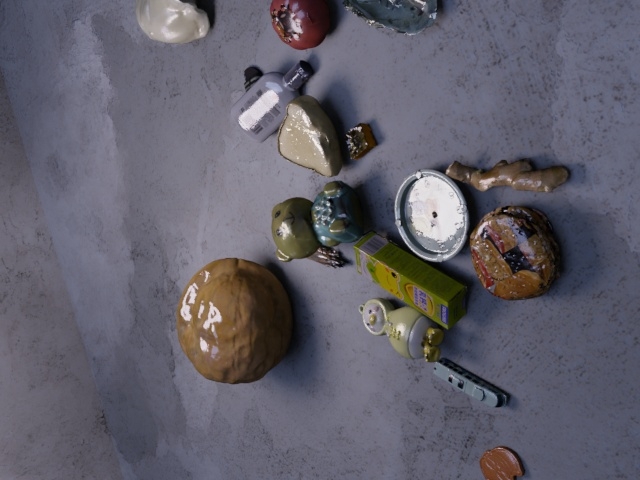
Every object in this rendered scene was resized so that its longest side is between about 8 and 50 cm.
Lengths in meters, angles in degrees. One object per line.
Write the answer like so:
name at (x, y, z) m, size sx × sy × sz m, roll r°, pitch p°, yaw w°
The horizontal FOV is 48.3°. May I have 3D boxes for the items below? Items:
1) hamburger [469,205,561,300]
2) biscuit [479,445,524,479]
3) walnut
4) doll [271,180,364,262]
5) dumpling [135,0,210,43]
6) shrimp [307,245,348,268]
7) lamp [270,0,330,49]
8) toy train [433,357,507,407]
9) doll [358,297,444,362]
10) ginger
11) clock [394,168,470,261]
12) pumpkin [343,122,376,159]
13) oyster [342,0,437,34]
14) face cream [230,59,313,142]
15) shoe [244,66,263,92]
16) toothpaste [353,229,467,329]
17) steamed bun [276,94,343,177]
hamburger at (0.438, 0.032, 1.637) m, size 0.231 × 0.107 × 0.231 m, roll 15°, pitch 115°, yaw 34°
biscuit at (0.464, 0.584, 1.838) m, size 0.102 × 0.019 × 0.130 m, roll 56°, pitch 134°, yaw 18°
walnut at (-0.267, 0.266, 2.240) m, size 0.383 × 0.383 × 0.383 m, roll 16°, pitch 113°, yaw 41°
doll at (-0.017, -0.050, 1.972) m, size 0.261 × 0.161 × 0.177 m, roll -17°, pitch 72°, yaw 22°
dumpling at (-0.499, -0.742, 2.230) m, size 0.318 × 0.187 × 0.243 m, roll 37°, pitch 168°, yaw 22°
shrimp at (0.000, 0.000, 2.098) m, size 0.219 × 0.046 × 0.152 m, roll 28°, pitch 124°, yaw 37°
lamp at (-0.049, -0.601, 1.903) m, size 0.182 × 0.140 × 0.182 m, roll 31°, pitch 141°, yaw 30°
toy train at (0.384, 0.369, 1.832) m, size 0.207 × 0.047 × 0.043 m, roll 26°, pitch 121°, yaw 38°
doll at (0.205, 0.231, 1.913) m, size 0.296 × 0.117 × 0.141 m, roll 17°, pitch 111°, yaw 40°
ginger at (0.419, -0.151, 1.623) m, size 0.288 × 0.075 × 0.089 m, roll 10°, pitch 78°, yaw 44°
clock at (0.286, -0.066, 1.785) m, size 0.236 × 0.053 × 0.236 m, roll 19°, pitch 117°, yaw 43°
pumpkin at (0.101, -0.265, 1.910) m, size 0.083 × 0.054 × 0.074 m, roll -35°, pitch 73°, yaw 50°
oyster at (0.165, -0.568, 1.728) m, size 0.252 × 0.087 × 0.199 m, roll -14°, pitch 83°, yaw 39°
face cream at (-0.135, -0.411, 2.063) m, size 0.144 × 0.071 × 0.291 m, roll 46°, pitch 126°, yaw -7°
shoe at (-0.192, -0.443, 2.145) m, size 0.071 × 0.049 × 0.179 m, roll -34°, pitch 78°, yaw 44°
toothpaste at (0.228, 0.098, 1.853) m, size 0.327 × 0.077 × 0.110 m, roll 32°, pitch 147°, yaw 34°
steamed bun at (-0.019, -0.300, 1.976) m, size 0.231 × 0.110 × 0.212 m, roll 29°, pitch 139°, yaw 32°
